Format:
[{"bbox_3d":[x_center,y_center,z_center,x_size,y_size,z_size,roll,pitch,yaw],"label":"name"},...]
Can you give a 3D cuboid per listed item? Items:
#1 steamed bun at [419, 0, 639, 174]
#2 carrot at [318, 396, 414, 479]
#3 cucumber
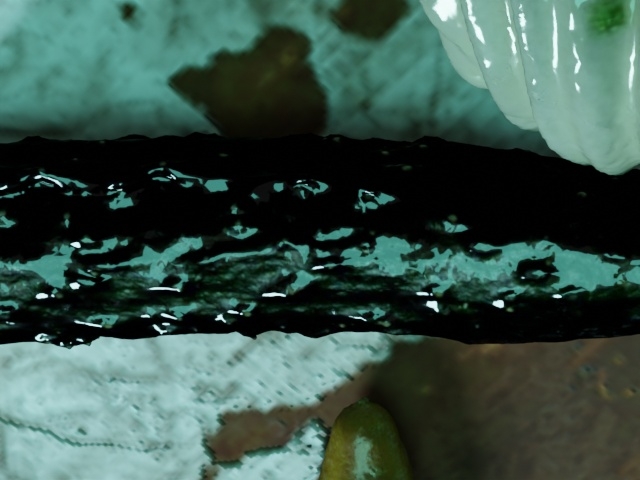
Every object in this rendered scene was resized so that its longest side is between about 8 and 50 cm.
[{"bbox_3d":[0.107,-0.100,0.430,0.183,0.106,0.182,2,116,4],"label":"steamed bun"},{"bbox_3d":[0.019,0.125,0.589,0.048,0.048,0.139,-5,114,8],"label":"carrot"},{"bbox_3d":[0.000,0.000,0.508,0.304,0.081,0.072,-1,127,3],"label":"cucumber"}]
